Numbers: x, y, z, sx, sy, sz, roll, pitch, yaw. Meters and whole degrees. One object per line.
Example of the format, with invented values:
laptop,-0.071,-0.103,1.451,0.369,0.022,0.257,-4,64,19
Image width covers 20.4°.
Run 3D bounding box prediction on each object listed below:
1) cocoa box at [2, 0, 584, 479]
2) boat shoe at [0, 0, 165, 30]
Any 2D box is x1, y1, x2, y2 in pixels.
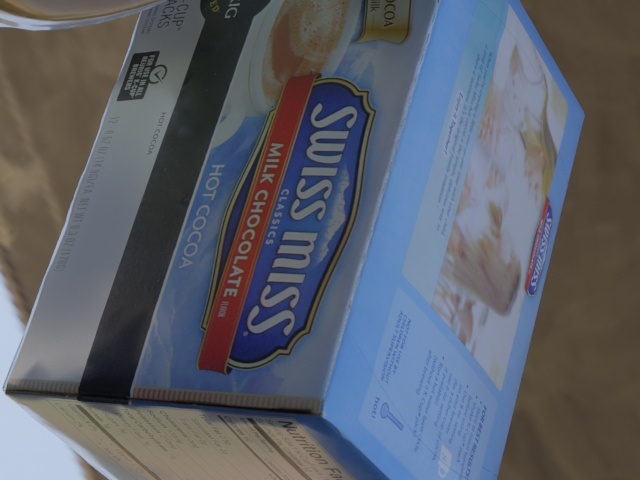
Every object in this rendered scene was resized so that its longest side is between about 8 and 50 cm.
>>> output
cocoa box,0.000,0.000,1.132,0.228,0.347,0.231,1,-30,31
boat shoe,-0.064,-0.139,0.599,0.096,0.277,0.098,-17,-69,37
